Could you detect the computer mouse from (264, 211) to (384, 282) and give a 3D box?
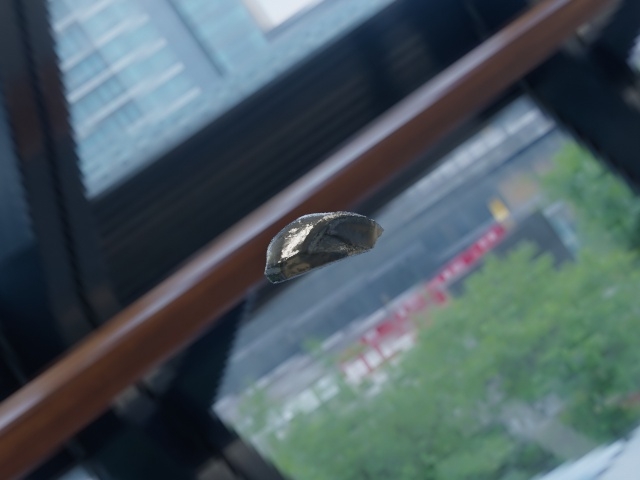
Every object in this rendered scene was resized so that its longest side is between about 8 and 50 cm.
[{"bbox_3d":[0.000,0.000,1.581,0.079,0.047,0.135,-18,-1,34],"label":"computer mouse"}]
